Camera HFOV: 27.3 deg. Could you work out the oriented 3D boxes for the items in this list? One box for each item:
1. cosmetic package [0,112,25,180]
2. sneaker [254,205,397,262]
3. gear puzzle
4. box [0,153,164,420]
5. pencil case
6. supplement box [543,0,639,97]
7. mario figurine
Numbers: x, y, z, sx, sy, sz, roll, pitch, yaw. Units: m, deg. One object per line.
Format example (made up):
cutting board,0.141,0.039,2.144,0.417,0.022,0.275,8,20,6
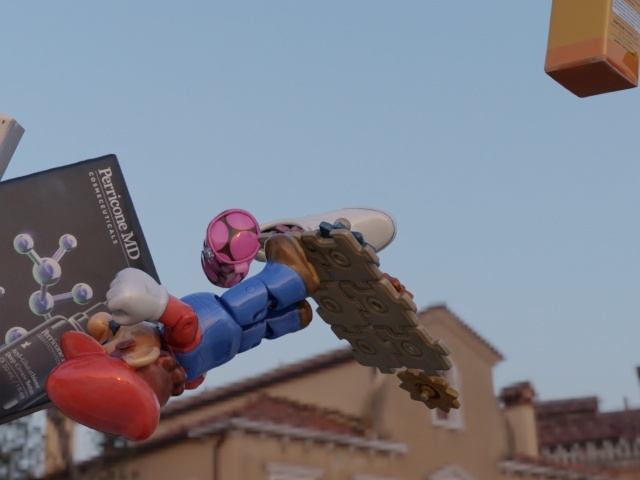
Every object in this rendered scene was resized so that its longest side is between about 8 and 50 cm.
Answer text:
cosmetic package,-0.464,-0.134,1.488,0.239,0.099,0.060,24,-6,6
sneaker,0.000,0.000,2.186,0.258,0.094,0.091,-10,4,5
gear puzzle,0.078,0.094,1.596,0.175,0.044,0.339,-3,-46,48
box,-0.429,0.090,1.746,0.395,0.294,0.212,-18,-4,-30
pencil case,-0.142,0.020,2.054,0.095,0.098,0.209,-21,-8,-9
supplement box,0.296,-0.274,1.394,0.078,0.234,0.080,-8,-22,43
mario figurine,-0.166,0.089,1.464,0.320,0.198,0.170,-27,25,-30
